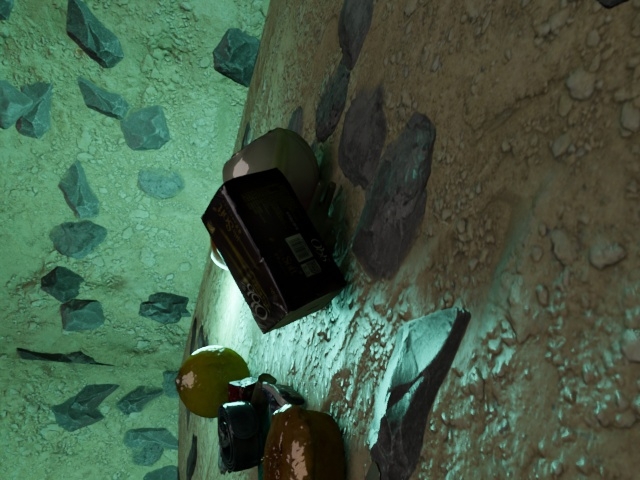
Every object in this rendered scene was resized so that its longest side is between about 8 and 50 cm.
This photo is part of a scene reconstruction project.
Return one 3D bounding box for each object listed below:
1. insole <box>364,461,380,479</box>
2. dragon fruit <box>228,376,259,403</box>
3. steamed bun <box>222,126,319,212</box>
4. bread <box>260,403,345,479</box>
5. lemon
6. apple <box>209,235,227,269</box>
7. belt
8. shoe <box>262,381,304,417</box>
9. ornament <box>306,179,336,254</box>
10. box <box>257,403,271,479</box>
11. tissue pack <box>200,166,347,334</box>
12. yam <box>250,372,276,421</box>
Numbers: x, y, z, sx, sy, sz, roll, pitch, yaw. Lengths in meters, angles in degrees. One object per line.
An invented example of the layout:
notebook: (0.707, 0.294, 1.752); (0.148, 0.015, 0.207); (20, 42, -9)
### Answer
insole: (0.084, 0.515, 1.084); (0.064, 0.004, 0.189); (-117, 41, -59)
dragon fruit: (-0.246, 0.553, 1.888); (0.127, 0.120, 0.161); (4, 95, 57)
steamed bun: (-0.127, -0.163, 1.653); (0.309, 0.309, 0.310); (-171, 90, -71)
bread: (-0.042, 0.504, 1.249); (0.268, 0.145, 0.269); (-170, 90, -67)
lemon: (-0.401, 0.536, 2.074); (0.293, 0.292, 0.293); (-171, 90, -71)
apple: (-0.378, 0.006, 2.366); (0.272, 0.206, 0.252); (-109, 30, -52)
belt: (-0.249, 0.605, 1.698); (0.267, 0.116, 0.207); (145, 118, -64)
shoe: (-0.116, 0.464, 1.550); (0.207, 0.091, 0.106); (15, 90, 68)
ornament: (0.000, 0.000, 1.489); (0.245, 0.061, 0.230); (111, 156, -43)
box: (-0.155, 0.634, 1.660); (0.226, 0.042, 0.161); (-99, 27, -43)
tissue pack: (-0.113, 0.026, 1.373); (0.198, 0.210, 0.370); (-45, 70, 46)
yam: (-0.192, 0.518, 1.791); (0.068, 0.068, 0.169); (-113, 39, -58)
